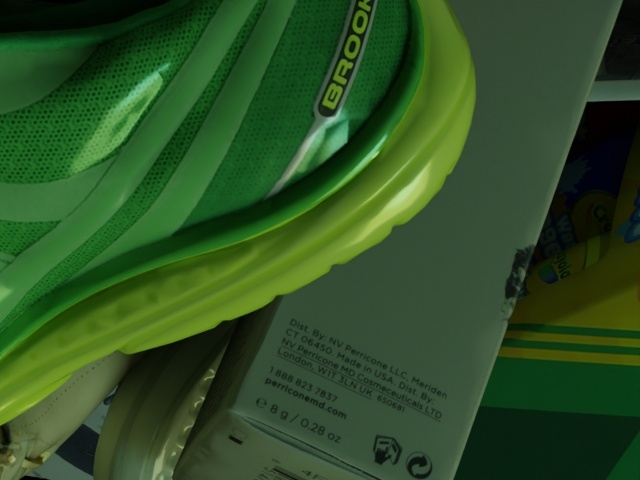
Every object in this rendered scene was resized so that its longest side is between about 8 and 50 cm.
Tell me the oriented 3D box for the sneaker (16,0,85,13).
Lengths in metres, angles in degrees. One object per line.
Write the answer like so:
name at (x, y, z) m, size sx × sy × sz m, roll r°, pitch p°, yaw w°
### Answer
sneaker at (-0.051, -0.086, 0.546) m, size 0.211 × 0.080 × 0.081 m, roll -48°, pitch -163°, yaw 17°

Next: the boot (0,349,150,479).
boot at (-0.103, 0.020, 0.721) m, size 0.203 × 0.095 × 0.262 m, roll -45°, pitch 177°, yaw -10°

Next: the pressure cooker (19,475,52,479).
pressure cooker at (-0.197, 0.331, 0.811) m, size 0.370 × 0.375 × 0.420 m, roll -46°, pitch 177°, yaw 26°

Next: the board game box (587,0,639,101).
board game box at (0.232, -0.149, 1.056) m, size 0.389 × 0.050 × 0.390 m, roll 1°, pitch -162°, yaw 24°

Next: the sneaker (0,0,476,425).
sneaker at (-0.109, -0.008, 0.479) m, size 0.295 × 0.123 × 0.109 m, roll -30°, pitch -158°, yaw -2°

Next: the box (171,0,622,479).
box at (0.037, -0.011, 0.800) m, size 0.275 × 0.094 × 0.113 m, roll -67°, pitch -174°, yaw -26°

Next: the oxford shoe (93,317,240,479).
oxford shoe at (-0.020, 0.016, 0.996) m, size 0.449 × 0.130 × 0.169 m, roll -51°, pitch 152°, yaw -55°

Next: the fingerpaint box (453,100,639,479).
fingerpaint box at (0.194, 0.006, 1.219) m, size 0.371 × 0.163 × 0.445 m, roll -27°, pitch -163°, yaw 29°

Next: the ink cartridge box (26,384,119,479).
ink cartridge box at (-0.121, 0.101, 1.179) m, size 0.237 × 0.100 × 0.172 m, roll -46°, pitch 176°, yaw -2°
